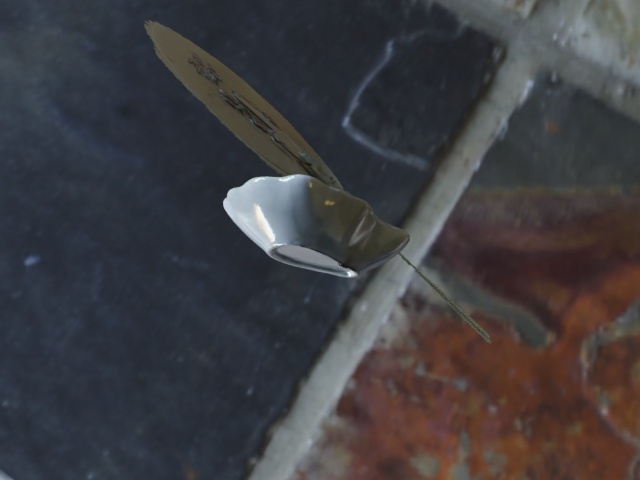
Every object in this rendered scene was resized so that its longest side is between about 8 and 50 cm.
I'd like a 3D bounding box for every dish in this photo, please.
[{"bbox_3d":[0.000,0.000,0.986,0.137,0.039,0.091,23,154,-33],"label":"dish"}]

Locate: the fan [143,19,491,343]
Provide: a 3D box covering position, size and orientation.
[{"bbox_3d":[0.003,-0.055,1.286,0.415,0.233,0.012,42,103,-6],"label":"fan"}]
